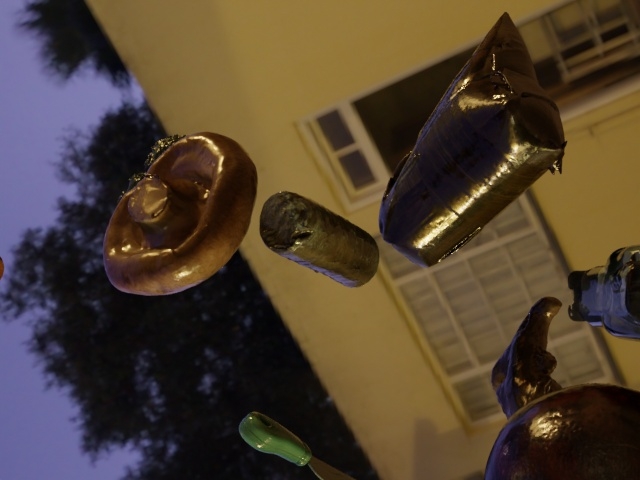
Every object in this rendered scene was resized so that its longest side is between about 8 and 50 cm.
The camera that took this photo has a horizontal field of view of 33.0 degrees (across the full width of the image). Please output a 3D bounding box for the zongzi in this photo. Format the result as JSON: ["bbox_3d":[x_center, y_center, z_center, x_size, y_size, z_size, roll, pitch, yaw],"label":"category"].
[{"bbox_3d":[0.259,-0.194,2.016,0.208,0.403,0.432,29,-146,-22],"label":"zongzi"}]

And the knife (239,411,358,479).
[{"bbox_3d":[-0.004,0.299,1.435,0.260,0.034,0.063,36,-173,-31],"label":"knife"}]

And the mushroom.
[{"bbox_3d":[-0.204,-0.035,1.566,0.146,0.278,0.278,42,-150,-38],"label":"mushroom"}]

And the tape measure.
[{"bbox_3d":[0.513,0.074,1.503,0.256,0.275,0.147,148,127,-83],"label":"tape measure"}]

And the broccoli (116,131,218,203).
[{"bbox_3d":[-0.290,-0.091,2.180,0.269,0.269,0.254,-21,-70,-72],"label":"broccoli"}]

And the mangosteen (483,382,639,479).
[{"bbox_3d":[0.358,0.357,1.387,0.306,0.306,0.359,54,-145,-35],"label":"mangosteen"}]

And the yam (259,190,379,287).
[{"bbox_3d":[0.000,0.000,1.545,0.259,0.093,0.093,27,-136,-62],"label":"yam"}]

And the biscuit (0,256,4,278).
[{"bbox_3d":[-0.496,0.048,1.360,0.036,0.186,0.192,38,158,20],"label":"biscuit"}]

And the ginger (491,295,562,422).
[{"bbox_3d":[0.347,0.257,1.822,0.080,0.166,0.333,25,-132,-29],"label":"ginger"}]
